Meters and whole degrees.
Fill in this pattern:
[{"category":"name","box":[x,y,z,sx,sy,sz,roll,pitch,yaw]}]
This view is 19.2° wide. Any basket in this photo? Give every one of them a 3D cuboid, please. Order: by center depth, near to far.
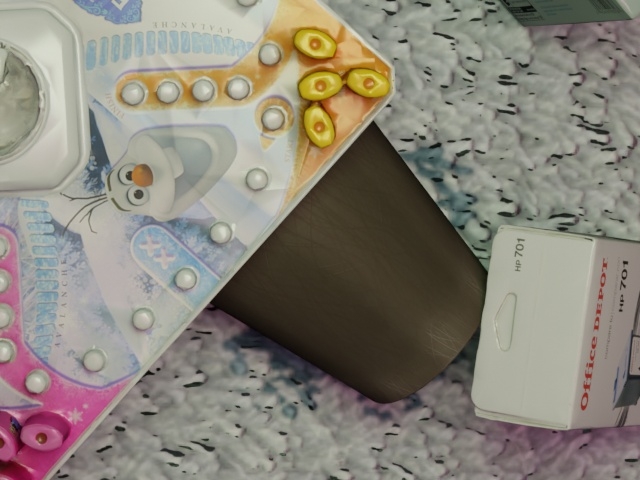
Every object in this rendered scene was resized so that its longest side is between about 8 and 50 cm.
[{"category":"basket","box":[0.000,0.000,1.353,0.227,0.154,0.204,43,87,-18]}]

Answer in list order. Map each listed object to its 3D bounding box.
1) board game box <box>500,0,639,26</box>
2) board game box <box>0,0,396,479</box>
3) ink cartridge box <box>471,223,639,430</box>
[{"category":"board game box","box":[0.111,-0.292,1.323,0.097,0.224,0.303,-46,104,-7]},{"category":"board game box","box":[-0.216,-0.089,1.215,0.390,0.050,0.390,42,92,-4]},{"category":"ink cartridge box","box":[0.195,0.065,1.392,0.190,0.082,0.140,5,93,-60]}]
